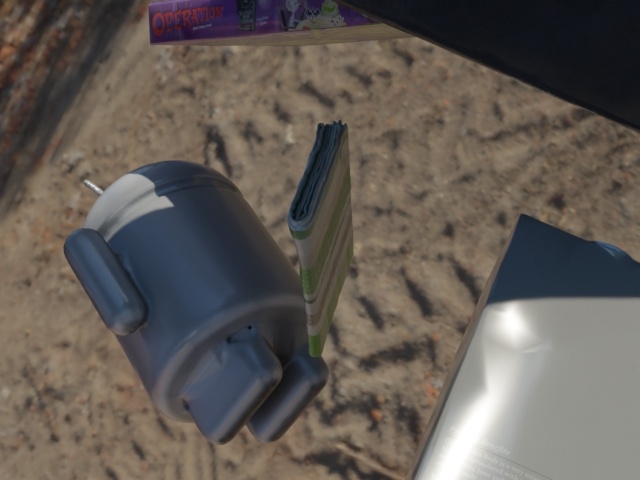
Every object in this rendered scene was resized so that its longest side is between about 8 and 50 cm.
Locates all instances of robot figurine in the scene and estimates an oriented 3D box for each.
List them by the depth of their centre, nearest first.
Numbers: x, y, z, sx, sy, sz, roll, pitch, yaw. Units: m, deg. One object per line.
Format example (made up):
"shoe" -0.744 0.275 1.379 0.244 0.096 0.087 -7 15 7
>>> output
"robot figurine" -0.134 0.053 1.180 0.200 0.300 0.353 -49 54 19

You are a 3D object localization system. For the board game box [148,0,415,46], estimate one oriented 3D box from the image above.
"board game box" 0.019 -0.214 1.040 0.346 0.208 0.056 7 105 46

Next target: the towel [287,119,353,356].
"towel" 0.000 0.000 0.818 0.152 0.023 0.113 86 -161 -47

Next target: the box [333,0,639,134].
"box" 0.125 -0.337 0.699 0.297 0.479 0.472 -59 24 29

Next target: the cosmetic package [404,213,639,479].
"cosmetic package" 0.128 0.114 0.645 0.238 0.127 0.107 -59 -9 -36
